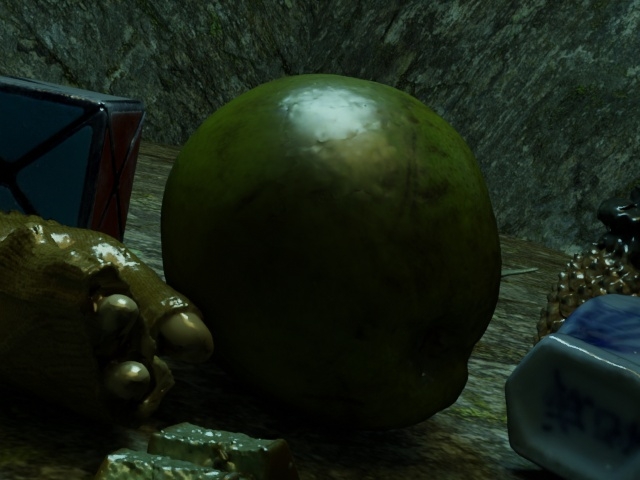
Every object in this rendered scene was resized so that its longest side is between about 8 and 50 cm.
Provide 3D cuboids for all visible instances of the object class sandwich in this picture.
[{"bbox_3d":[-0.085,0.174,0.561,0.090,0.088,0.244,13,9,19],"label":"sandwich"}]

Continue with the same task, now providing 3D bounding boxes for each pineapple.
[{"bbox_3d":[0.464,0.051,1.271,0.223,0.357,0.223,16,8,-2],"label":"pineapple"}]

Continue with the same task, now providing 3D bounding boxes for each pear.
[{"bbox_3d":[0.000,0.000,0.887,0.352,0.352,0.413,4,30,-47],"label":"pear"}]

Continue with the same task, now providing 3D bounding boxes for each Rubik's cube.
[{"bbox_3d":[-0.430,-0.108,1.266,0.260,0.259,0.255,10,8,1],"label":"Rubik's cube"}]

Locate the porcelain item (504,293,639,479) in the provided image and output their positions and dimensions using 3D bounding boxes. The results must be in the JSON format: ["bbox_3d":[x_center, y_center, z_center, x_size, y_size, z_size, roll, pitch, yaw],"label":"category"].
[{"bbox_3d":[0.379,0.173,0.966,0.242,0.178,0.405,23,16,38],"label":"porcelain item"}]

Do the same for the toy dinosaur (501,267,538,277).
[{"bbox_3d":[0.282,0.073,1.700,0.393,0.092,0.205,10,10,-28],"label":"toy dinosaur"}]

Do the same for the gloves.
[{"bbox_3d":[-0.233,0.068,0.775,0.203,0.155,0.356,19,-1,-36],"label":"gloves"}]
